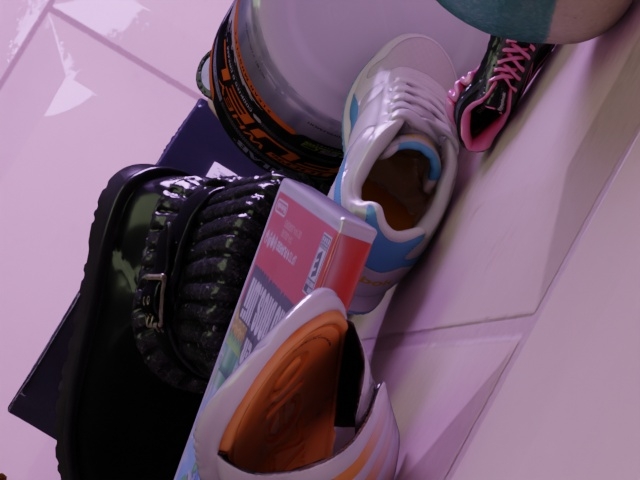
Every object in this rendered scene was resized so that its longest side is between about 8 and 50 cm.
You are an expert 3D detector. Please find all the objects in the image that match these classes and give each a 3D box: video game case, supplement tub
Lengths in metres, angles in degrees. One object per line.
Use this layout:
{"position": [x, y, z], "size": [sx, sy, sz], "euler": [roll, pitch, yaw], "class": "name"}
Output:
{"position": [-0.045, 0.109, 1.062], "size": [0.204, 0.025, 0.285], "euler": [-142, 71, -76], "class": "video game case"}
{"position": [0.015, -0.150, 1.403], "size": [0.194, 0.193, 0.316], "euler": [-61, 5, -12], "class": "supplement tub"}

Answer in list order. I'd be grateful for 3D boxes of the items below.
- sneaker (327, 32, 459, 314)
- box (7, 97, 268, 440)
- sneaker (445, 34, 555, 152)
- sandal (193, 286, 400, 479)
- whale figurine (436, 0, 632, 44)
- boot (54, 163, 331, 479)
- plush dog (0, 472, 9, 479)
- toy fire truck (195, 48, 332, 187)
{"position": [0.058, -0.059, 1.162], "size": [0.092, 0.087, 0.229], "euler": [-48, 21, 49], "class": "sneaker"}
{"position": [-0.161, 0.055, 1.897], "size": [0.294, 0.182, 0.296], "euler": [-54, 6, 33], "class": "box"}
{"position": [0.116, -0.104, 1.086], "size": [0.057, 0.047, 0.119], "euler": [-81, 14, -56], "class": "sneaker"}
{"position": [0.000, 0.117, 0.855], "size": [0.102, 0.076, 0.265], "euler": [-46, -21, -24], "class": "sandal"}
{"position": [0.111, -0.244, 0.937], "size": [0.216, 0.141, 0.272], "euler": [-79, -9, -73], "class": "whale figurine"}
{"position": [-0.095, 0.107, 1.376], "size": [0.260, 0.131, 0.348], "euler": [13, 103, 54], "class": "boot"}
{"position": [-0.147, 0.222, 0.817], "size": [0.225, 0.262, 0.211], "euler": [-58, -12, -37], "class": "plush dog"}
{"position": [0.017, -0.142, 1.671], "size": [0.217, 0.246, 0.158], "euler": [-45, -32, 12], "class": "toy fire truck"}
